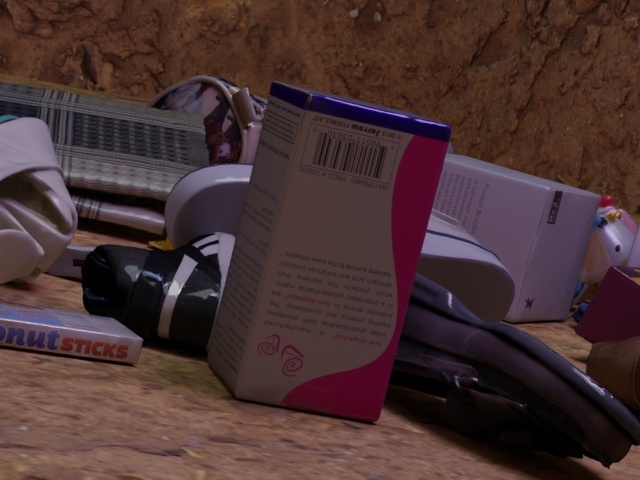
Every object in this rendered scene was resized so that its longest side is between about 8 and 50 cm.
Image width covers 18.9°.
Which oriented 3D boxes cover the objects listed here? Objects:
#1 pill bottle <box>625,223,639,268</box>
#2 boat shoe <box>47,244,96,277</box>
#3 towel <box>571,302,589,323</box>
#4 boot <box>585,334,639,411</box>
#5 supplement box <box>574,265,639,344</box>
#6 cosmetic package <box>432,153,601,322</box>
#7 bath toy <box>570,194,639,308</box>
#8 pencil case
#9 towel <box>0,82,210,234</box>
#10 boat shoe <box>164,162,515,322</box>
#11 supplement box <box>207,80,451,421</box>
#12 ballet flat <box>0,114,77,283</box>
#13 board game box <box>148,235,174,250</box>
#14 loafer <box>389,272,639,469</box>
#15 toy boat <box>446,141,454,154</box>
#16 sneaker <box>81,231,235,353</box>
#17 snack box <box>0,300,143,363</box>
[{"bbox_3d":[0.490,0.061,2.140,0.283,0.161,0.161,16,7,19],"label":"pill bottle"},{"bbox_3d":[-0.190,0.022,1.658,0.100,0.035,0.035,8,9,9],"label":"boat shoe"},{"bbox_3d":[0.317,0.096,2.073,0.067,0.029,0.119,13,6,-9],"label":"towel"},{"bbox_3d":[0.373,0.117,1.742,0.305,0.112,0.115,7,-1,-34],"label":"boot"},{"bbox_3d":[0.355,0.086,1.922,0.104,0.081,0.188,37,19,33],"label":"supplement box"},{"bbox_3d":[0.185,-0.006,2.122,0.183,0.151,0.151,19,8,29],"label":"cosmetic package"},{"bbox_3d":[0.329,0.010,2.328,0.151,0.129,0.348,7,3,18],"label":"bath toy"},{"bbox_3d":[-0.045,-0.113,2.462,0.183,0.160,0.410,-12,-9,33],"label":"pencil case"},{"bbox_3d":[-0.273,-0.095,2.076,0.324,0.056,0.312,8,19,-8],"label":"towel"},{"bbox_3d":[0.006,-0.018,1.766,0.367,0.136,0.156,13,28,-31],"label":"boat shoe"},{"bbox_3d":[0.003,0.007,1.387,0.111,0.220,0.114,12,6,-17],"label":"supplement box"},{"bbox_3d":[-0.266,-0.017,1.513,0.139,0.139,0.400,15,6,8],"label":"ballet flat"},{"bbox_3d":[-0.037,0.025,1.944,0.259,0.039,0.124,14,6,22],"label":"board game box"},{"bbox_3d":[0.118,0.111,1.423,0.109,0.095,0.302,46,-9,-35],"label":"loafer"},{"bbox_3d":[0.126,-0.057,2.429,0.267,0.148,0.318,14,7,1],"label":"toy boat"},{"bbox_3d":[-0.131,0.027,1.536,0.121,0.079,0.217,14,8,-10],"label":"sneaker"},{"bbox_3d":[-0.218,0.059,1.350,0.178,0.022,0.064,10,8,-27],"label":"snack box"}]
